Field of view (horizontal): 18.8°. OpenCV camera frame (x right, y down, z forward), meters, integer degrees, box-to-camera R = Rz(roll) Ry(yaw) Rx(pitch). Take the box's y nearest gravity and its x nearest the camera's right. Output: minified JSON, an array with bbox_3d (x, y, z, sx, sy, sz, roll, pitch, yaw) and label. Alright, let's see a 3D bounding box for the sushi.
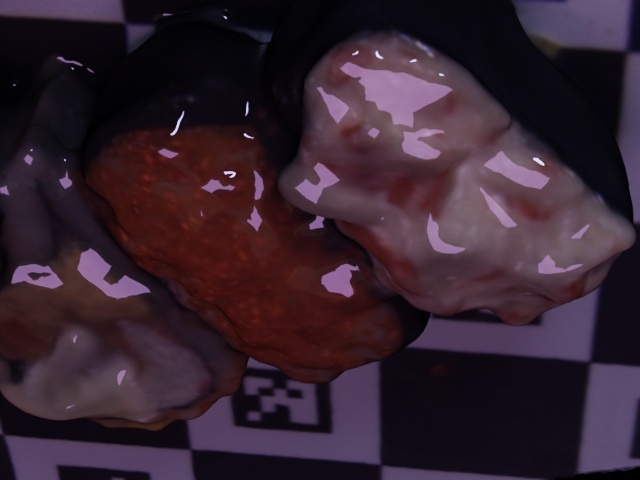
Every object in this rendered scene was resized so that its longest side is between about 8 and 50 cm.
[{"bbox_3d":[0.000,0.000,0.390,0.290,0.050,0.264,-14,135,25],"label":"sushi"}]
